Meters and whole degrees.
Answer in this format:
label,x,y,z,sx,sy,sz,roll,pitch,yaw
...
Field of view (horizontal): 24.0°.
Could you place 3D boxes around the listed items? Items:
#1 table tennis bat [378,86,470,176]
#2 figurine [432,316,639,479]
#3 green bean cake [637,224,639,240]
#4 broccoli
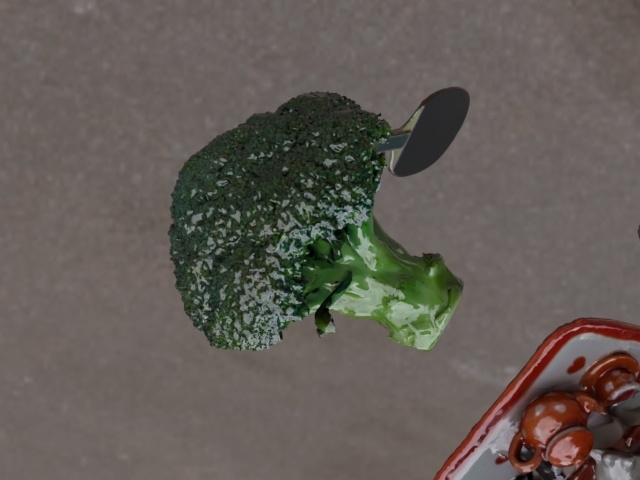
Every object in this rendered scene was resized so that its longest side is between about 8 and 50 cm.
label,x,y,z,sx,sy,sz,roll,pitch,yaw
table tennis bat,0.134,-0.152,2.167,0.274,0.021,0.154,-16,138,-54
figurine,0.196,0.182,0.775,0.183,0.226,0.160,15,121,-39
green bean cake,0.353,0.010,1.213,0.094,0.181,0.173,-33,101,34
broccoli,0.000,0.000,1.426,0.297,0.297,0.297,28,150,-6
